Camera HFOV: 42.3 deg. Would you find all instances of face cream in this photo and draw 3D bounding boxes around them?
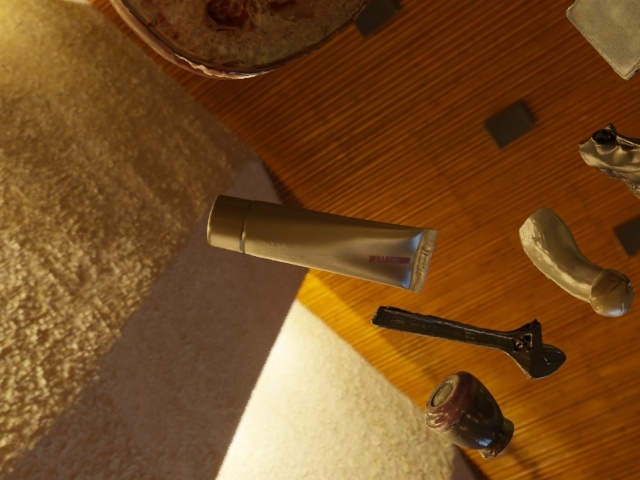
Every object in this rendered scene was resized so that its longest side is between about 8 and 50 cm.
[{"bbox_3d":[0.000,0.000,1.275,0.084,0.341,0.137,-74,-6,-48],"label":"face cream"}]

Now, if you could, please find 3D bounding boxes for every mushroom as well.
[{"bbox_3d":[0.397,0.038,1.295,0.081,0.092,0.223,3,-144,-31],"label":"mushroom"}]

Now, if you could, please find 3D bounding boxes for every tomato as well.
[{"bbox_3d":[-0.113,-0.322,0.881,0.338,0.144,0.338,2,-96,-24],"label":"tomato"}]

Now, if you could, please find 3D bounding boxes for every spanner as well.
[{"bbox_3d":[0.227,0.145,1.240,0.326,0.093,0.026,13,-171,-15],"label":"spanner"}]

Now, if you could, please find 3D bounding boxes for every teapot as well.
[{"bbox_3d":[0.257,0.303,1.424,0.146,0.116,0.148,40,-179,-9],"label":"teapot"}]

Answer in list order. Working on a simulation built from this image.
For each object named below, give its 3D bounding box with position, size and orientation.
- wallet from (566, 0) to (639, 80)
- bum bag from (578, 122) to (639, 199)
[{"bbox_3d":[0.493,-0.365,1.359,0.167,0.036,0.222,52,174,8],"label":"wallet"},{"bbox_3d":[0.475,-0.061,1.053,0.326,0.079,0.142,20,177,-23],"label":"bum bag"}]
